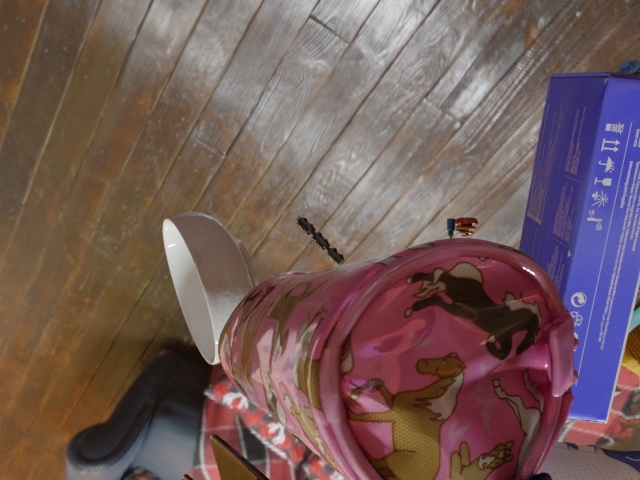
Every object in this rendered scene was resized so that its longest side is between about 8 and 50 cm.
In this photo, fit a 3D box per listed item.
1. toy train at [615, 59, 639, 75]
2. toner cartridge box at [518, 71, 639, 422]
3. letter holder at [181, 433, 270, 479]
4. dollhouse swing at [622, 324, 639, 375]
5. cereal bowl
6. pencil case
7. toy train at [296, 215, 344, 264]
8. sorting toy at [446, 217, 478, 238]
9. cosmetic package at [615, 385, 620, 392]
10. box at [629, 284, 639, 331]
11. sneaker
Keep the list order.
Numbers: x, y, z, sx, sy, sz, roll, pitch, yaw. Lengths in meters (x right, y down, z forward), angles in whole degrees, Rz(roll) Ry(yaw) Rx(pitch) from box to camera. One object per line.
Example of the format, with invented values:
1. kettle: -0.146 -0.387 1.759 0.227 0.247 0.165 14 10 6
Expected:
1. toy train: 0.497 -0.238 1.113 0.184 0.105 0.080 -17 131 41
2. toner cartridge box: 0.278 0.000 0.693 0.075 0.165 0.348 6 105 0
3. letter holder: -0.133 0.478 1.005 0.302 0.152 0.214 24 129 44
4. dollhouse swing: 0.743 0.093 1.375 0.347 0.315 0.305 31 118 -34
5. cereal bowl: -0.225 0.092 1.398 0.141 0.339 0.339 -17 130 -21
6. pencil case: 0.025 0.090 0.506 0.167 0.160 0.386 43 164 -9
7. toy train: 0.000 0.000 1.472 0.027 0.036 0.158 -44 68 -2
8. sorting toy: 0.290 -0.024 1.315 0.061 0.102 0.042 2 88 5
9. cosmetic package: 0.311 0.317 1.107 0.377 0.097 0.284 -38 149 19
10. box: 0.537 0.044 1.042 0.244 0.100 0.060 -37 138 -8
11. sneaker: 0.233 0.258 0.758 0.315 0.182 0.127 -12 145 0
